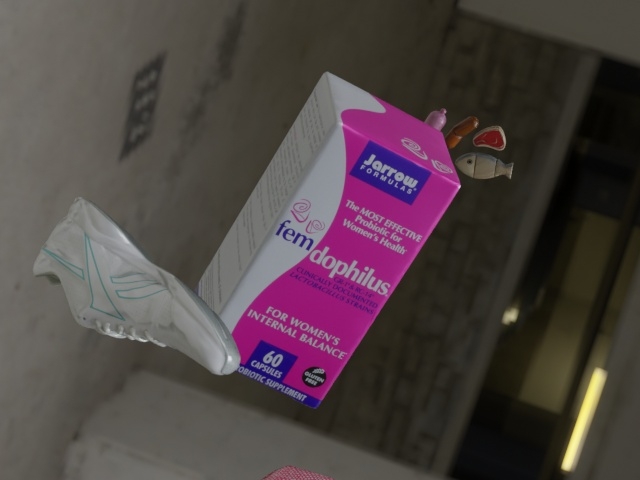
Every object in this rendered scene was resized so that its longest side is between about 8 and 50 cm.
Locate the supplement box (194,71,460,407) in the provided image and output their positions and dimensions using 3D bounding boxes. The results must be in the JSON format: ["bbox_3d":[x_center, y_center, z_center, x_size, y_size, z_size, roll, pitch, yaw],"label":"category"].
[{"bbox_3d":[0.000,0.000,1.213,0.220,0.111,0.114,-59,-164,19],"label":"supplement box"}]

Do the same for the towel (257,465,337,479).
[{"bbox_3d":[-0.013,0.119,0.528,0.197,0.144,0.029,-16,107,-56],"label":"towel"}]

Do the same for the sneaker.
[{"bbox_3d":[-0.109,0.039,0.937,0.061,0.152,0.054,-49,154,-6],"label":"sneaker"}]

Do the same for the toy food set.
[{"bbox_3d":[0.140,-0.101,1.647,0.019,0.122,0.078,-58,148,-66],"label":"toy food set"}]
